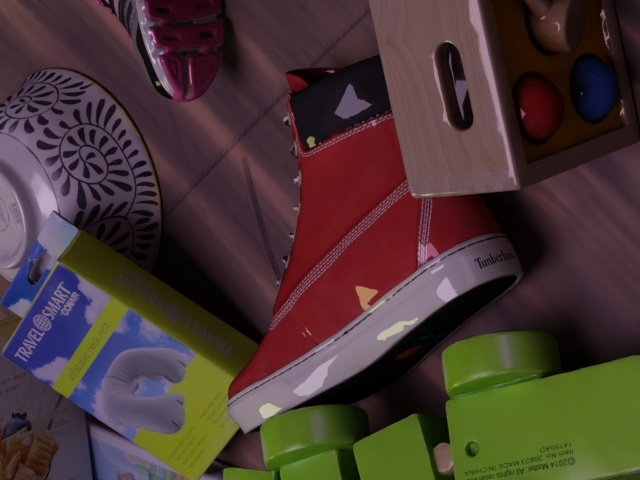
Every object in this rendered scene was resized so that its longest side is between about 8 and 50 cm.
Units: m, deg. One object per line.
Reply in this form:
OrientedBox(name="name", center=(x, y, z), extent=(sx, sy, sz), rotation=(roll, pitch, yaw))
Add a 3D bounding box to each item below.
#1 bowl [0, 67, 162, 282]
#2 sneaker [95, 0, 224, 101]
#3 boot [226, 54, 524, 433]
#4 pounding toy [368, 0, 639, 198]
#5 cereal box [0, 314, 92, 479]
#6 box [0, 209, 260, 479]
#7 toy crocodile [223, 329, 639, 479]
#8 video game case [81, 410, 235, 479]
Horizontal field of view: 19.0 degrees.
OrientedBox(name="bowl", center=(-0.194, -0.025, 1.303), extent=(0.170, 0.080, 0.170), rotation=(18, 118, 38))
OrientedBox(name="sneaker", center=(-0.116, -0.159, 1.192), extent=(0.075, 0.063, 0.170), rotation=(-29, 79, 45))
OrientedBox(name="boot", center=(0.000, 0.000, 1.133), extent=(0.244, 0.088, 0.176), rotation=(-42, 69, 43))
OrientedBox(name="pounding toy", center=(0.096, -0.102, 0.962), extent=(0.100, 0.130, 0.141), rotation=(-4, 102, 44))
OrientedBox(name="cereal box", center=(-0.232, 0.183, 1.315), extent=(0.047, 0.173, 0.240), rotation=(10, 113, 41))
OrientedBox(name="box", center=(-0.126, 0.071, 1.251), extent=(0.178, 0.042, 0.109), rotation=(34, 131, -3))
OrientedBox(name="toy crocodile", center=(0.069, 0.134, 1.090), extent=(0.341, 0.105, 0.115), rotation=(-24, 67, 34))
OrientedBox(name="video game case", center=(-0.119, 0.234, 1.367), extent=(0.285, 0.025, 0.204), rotation=(17, 117, 39))
